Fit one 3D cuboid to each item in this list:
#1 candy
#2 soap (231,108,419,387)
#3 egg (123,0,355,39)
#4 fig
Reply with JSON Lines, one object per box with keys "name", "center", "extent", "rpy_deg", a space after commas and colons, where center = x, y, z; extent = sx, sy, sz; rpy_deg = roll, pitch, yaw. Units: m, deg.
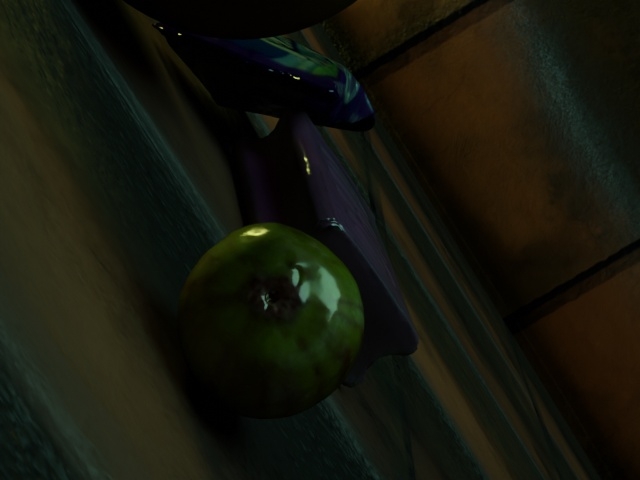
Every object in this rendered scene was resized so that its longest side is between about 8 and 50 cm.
{"name": "candy", "center": [-0.037, -0.126, 1.425], "extent": [0.145, 0.070, 0.275], "rpy_deg": [20, 1, 9]}
{"name": "soap", "center": [0.000, 0.000, 1.277], "extent": [0.122, 0.065, 0.203], "rpy_deg": [55, 8, -26]}
{"name": "egg", "center": [-0.056, -0.261, 1.221], "extent": [0.250, 0.250, 0.322], "rpy_deg": [57, 2, -16]}
{"name": "fig", "center": [-0.013, 0.046, 0.896], "extent": [0.093, 0.093, 0.166], "rpy_deg": [61, 6, 18]}
